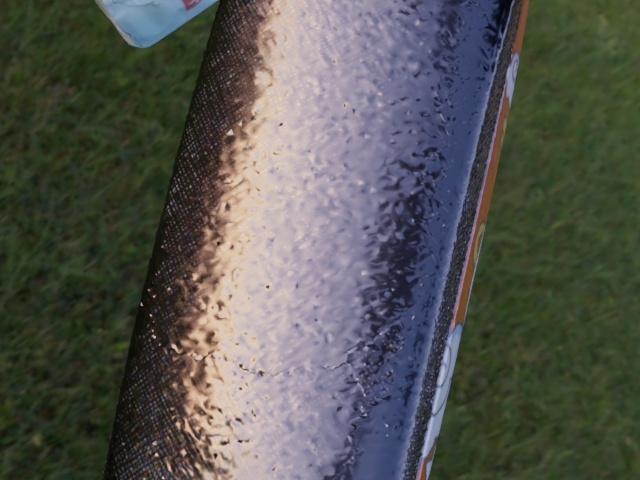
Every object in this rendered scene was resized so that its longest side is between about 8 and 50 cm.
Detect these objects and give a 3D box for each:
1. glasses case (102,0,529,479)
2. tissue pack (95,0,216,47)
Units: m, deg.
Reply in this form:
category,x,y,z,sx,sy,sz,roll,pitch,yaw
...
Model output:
category,x,y,z,sx,sy,sz,roll,pitch,yaw
glasses case,0.000,0.000,0.465,0.067,0.103,0.266,32,71,-69
tissue pack,-0.029,-0.224,0.639,0.263,0.089,0.177,-36,64,-5
